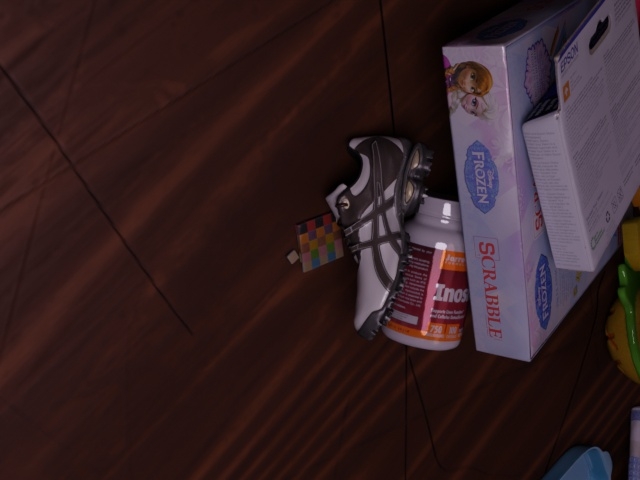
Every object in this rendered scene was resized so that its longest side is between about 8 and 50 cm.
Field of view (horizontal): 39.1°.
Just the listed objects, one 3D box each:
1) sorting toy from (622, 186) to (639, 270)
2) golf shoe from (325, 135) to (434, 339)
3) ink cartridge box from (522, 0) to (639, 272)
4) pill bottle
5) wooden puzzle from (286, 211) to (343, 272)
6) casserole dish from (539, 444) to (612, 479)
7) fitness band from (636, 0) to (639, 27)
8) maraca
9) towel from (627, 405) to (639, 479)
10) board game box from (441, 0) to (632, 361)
[{"bbox_3d":[0.438,0.070,1.094,0.307,0.041,0.229,48,50,-35],"label":"sorting toy"},{"bbox_3d":[0.044,-0.006,0.859,0.093,0.077,0.198,14,76,-1],"label":"golf shoe"},{"bbox_3d":[0.261,-0.122,0.866,0.223,0.045,0.224,-48,130,-40],"label":"ink cartridge box"},{"bbox_3d":[0.115,0.029,0.926,0.086,0.086,0.152,2,103,-38],"label":"pill bottle"},{"bbox_3d":[0.000,0.000,0.879,0.083,0.006,0.049,-21,116,-32],"label":"wooden puzzle"},{"bbox_3d":[0.324,0.353,1.219,0.188,0.037,0.114,-40,125,-21],"label":"casserole dish"},{"bbox_3d":[0.423,-0.237,1.110,0.209,0.054,0.291,-39,125,-26],"label":"fitness band"},{"bbox_3d":[0.422,0.107,1.182,0.127,0.099,0.186,-39,113,-55],"label":"maraca"},{"bbox_3d":[0.492,0.400,1.288,0.209,0.034,0.285,38,52,-37],"label":"towel"},{"bbox_3d":[0.243,-0.092,0.945,0.318,0.066,0.319,-36,124,-46],"label":"board game box"}]
